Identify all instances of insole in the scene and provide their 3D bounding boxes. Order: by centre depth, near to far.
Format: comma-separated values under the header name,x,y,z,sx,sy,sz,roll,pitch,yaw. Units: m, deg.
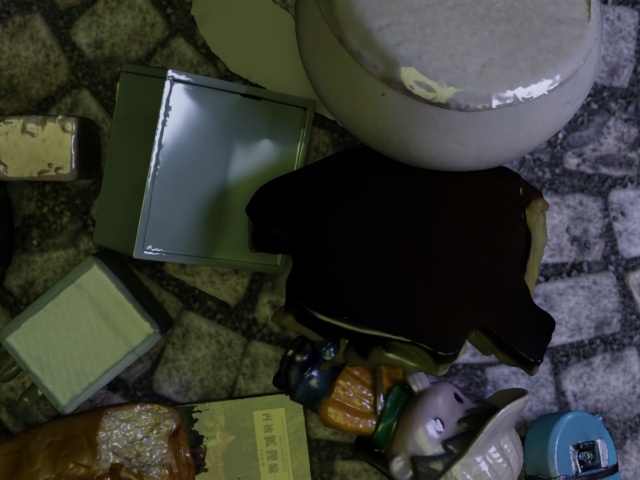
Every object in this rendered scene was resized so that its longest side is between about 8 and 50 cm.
name,x,y,z,sx,sy,sz,roll,pitch,yaw
insole,-0.037,-0.237,1.769,0.309,0.012,0.110,31,92,-1

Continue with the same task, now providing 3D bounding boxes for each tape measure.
name,x,y,z,sx,sy,sz,roll,pitch,yaw
tape measure,0.322,0.282,1.741,0.146,0.081,0.125,-2,82,-37

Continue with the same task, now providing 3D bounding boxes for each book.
name,x,y,z,sx,sy,sz,roll,pitch,yaw
book,-0.127,0.288,1.794,0.228,0.024,0.160,-6,91,2

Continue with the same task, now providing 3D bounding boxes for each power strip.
name,x,y,z,sx,sy,sz,roll,pitch,yaw
power strip,-0.319,0.132,1.731,0.224,0.140,0.139,-40,93,2

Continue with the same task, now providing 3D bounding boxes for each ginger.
name,x,y,z,sx,sy,sz,roll,pitch,yaw
ginger,0.116,0.067,1.659,0.413,0.211,0.358,-2,49,-14

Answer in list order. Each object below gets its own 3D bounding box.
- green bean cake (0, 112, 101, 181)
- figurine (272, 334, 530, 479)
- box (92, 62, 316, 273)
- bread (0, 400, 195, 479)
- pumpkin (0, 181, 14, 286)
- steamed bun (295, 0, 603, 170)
name,x,y,z,sx,sy,sz,roll,pitch,yaw
green bean cake,-0.341,-0.116,1.698,0.109,0.179,0.085,0,94,2
figurine,0.101,0.237,1.728,0.332,0.185,0.205,20,127,18
box,-0.147,-0.086,1.675,0.225,0.117,0.225,8,95,-39
bread,-0.332,0.299,1.705,0.343,0.195,0.149,-19,93,7
pumpkin,-0.530,-0.013,1.699,0.300,0.207,0.300,1,85,-12
steamed bun,0.147,-0.243,1.634,0.374,0.241,0.375,4,58,-6
